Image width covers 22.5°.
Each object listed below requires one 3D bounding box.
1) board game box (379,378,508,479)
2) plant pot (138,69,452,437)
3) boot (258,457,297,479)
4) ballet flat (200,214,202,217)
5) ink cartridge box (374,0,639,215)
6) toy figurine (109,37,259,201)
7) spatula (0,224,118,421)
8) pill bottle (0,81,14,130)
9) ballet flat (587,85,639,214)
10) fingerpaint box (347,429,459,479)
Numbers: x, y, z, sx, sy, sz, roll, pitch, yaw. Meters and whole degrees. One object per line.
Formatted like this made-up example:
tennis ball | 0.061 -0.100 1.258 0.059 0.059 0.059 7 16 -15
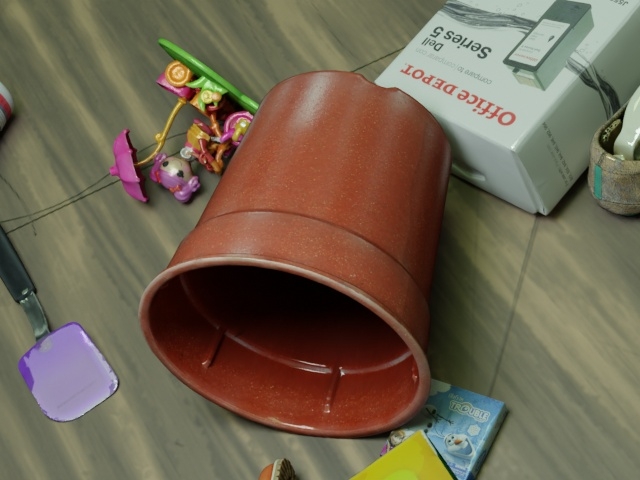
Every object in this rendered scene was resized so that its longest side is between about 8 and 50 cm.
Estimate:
board game box | 0.114 0.178 1.488 0.090 0.020 0.090 16 64 30
plant pot | 0.000 0.000 1.516 0.272 0.272 0.265 1 51 23
boot | -0.068 0.272 1.477 0.084 0.059 0.158 -2 59 27
ballet flat | -0.037 -0.066 1.694 0.067 0.073 0.206 41 81 9
ink cartridge box | 0.221 -0.186 1.621 0.198 0.115 0.273 30 73 40
toy figurine | -0.149 -0.106 1.748 0.173 0.130 0.159 35 89 10
spatula | -0.310 0.072 1.722 0.084 0.030 0.296 -36 52 -1
pill bottle | -0.439 -0.111 1.848 0.108 0.108 0.180 14 64 29
ballet flat | 0.371 -0.157 1.553 0.107 0.106 0.316 30 72 36
fingerpaint box | 0.058 0.437 1.244 0.371 0.163 0.445 -35 51 -1
